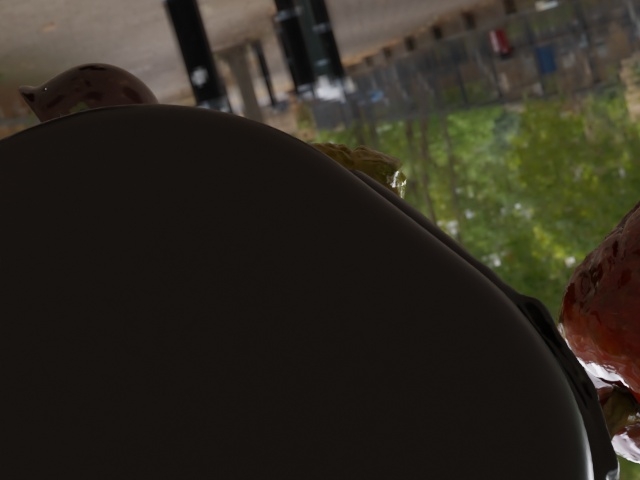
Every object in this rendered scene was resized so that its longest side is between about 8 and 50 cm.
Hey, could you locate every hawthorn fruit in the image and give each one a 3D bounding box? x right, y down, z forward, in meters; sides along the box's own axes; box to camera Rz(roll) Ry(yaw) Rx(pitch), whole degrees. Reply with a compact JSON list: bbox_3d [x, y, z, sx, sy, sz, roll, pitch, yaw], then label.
[{"bbox_3d":[0.328,0.068,1.032,0.261,0.258,0.258,-15,-174,7],"label":"hawthorn fruit"}]

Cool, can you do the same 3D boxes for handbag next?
[{"bbox_3d":[-0.039,0.075,0.465,0.254,0.308,0.093,-40,157,-26],"label":"handbag"}]

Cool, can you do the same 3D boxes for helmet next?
[{"bbox_3d":[-0.241,-0.145,1.375,0.106,0.175,0.155,-47,176,9],"label":"helmet"}]

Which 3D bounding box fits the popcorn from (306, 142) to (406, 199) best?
[{"bbox_3d":[0.000,0.000,1.310,0.200,0.203,0.226,4,-161,2],"label":"popcorn"}]
